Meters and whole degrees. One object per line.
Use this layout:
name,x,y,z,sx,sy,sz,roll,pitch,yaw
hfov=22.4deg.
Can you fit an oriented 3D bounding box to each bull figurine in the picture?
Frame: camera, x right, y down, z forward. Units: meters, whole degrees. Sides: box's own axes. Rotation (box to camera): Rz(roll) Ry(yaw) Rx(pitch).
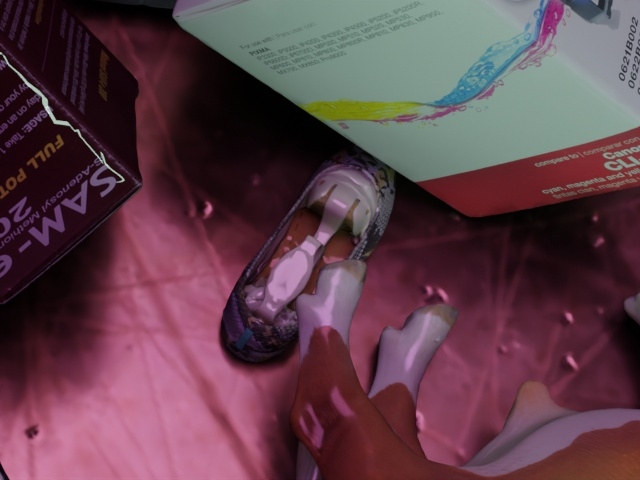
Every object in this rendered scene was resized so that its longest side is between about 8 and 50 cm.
bull figurine,0.129,0.095,0.623,0.310,0.101,0.188,-5,66,-14

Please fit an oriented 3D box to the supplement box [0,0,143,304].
supplement box,-0.168,-0.101,0.573,0.073,0.130,0.239,-40,110,9

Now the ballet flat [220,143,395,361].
ballet flat,0.000,0.000,0.668,0.041,0.041,0.114,33,67,4

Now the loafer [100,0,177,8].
loafer,-0.153,-0.171,0.687,0.303,0.109,0.095,10,48,-12

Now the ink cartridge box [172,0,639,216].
ink cartridge box,0.057,-0.110,0.633,0.176,0.127,0.128,30,63,-35

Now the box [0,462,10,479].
box,-0.180,0.107,0.455,0.183,0.296,0.294,-26,75,-19
